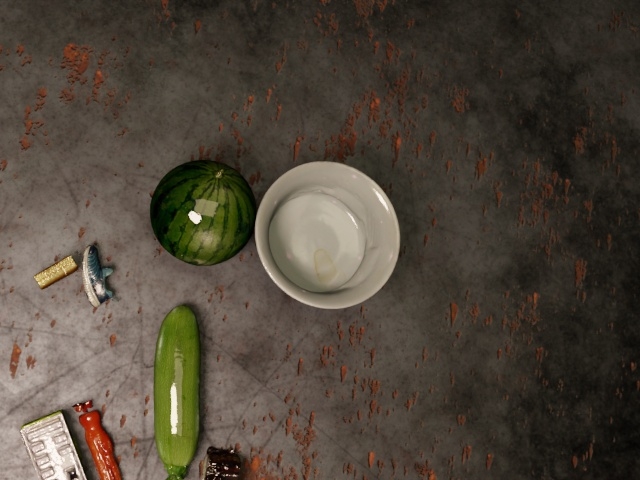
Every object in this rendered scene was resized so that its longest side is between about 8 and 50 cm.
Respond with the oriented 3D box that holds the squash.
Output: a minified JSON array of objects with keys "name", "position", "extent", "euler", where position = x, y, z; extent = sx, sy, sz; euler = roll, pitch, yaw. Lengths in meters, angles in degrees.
[{"name":"squash","position":[-0.320,0.337,1.827],"extent":[0.107,0.107,0.395],"euler":[3,79,-14]}]

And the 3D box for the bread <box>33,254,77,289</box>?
[{"name":"bread","position":[-0.588,0.072,1.819],"extent":[0.094,0.090,0.035],"euler":[-32,93,-19]}]

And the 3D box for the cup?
[{"name":"cup","position":[0.000,0.000,1.943],"extent":[0.347,0.163,0.347],"euler":[3,77,-16]}]

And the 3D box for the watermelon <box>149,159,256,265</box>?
[{"name":"watermelon","position":[-0.265,-0.063,1.851],"extent":[0.242,0.242,0.242],"euler":[3,78,-14]}]

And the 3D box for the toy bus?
[{"name":"toy bus","position":[-0.538,0.512,1.716],"extent":[0.113,0.139,0.302],"euler":[-21,83,-19]}]

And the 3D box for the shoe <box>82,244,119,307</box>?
[{"name":"shoe","position":[-0.504,0.078,1.854],"extent":[0.071,0.064,0.143],"euler":[-12,85,-15]}]

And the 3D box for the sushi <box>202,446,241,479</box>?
[{"name":"sushi","position":[-0.223,0.522,1.829],"extent":[0.084,0.098,0.094],"euler":[9,95,-9]}]

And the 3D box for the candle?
[{"name":"candle","position":[-0.462,0.507,1.787],"extent":[0.051,0.048,0.329],"euler":[-21,85,-4]}]
